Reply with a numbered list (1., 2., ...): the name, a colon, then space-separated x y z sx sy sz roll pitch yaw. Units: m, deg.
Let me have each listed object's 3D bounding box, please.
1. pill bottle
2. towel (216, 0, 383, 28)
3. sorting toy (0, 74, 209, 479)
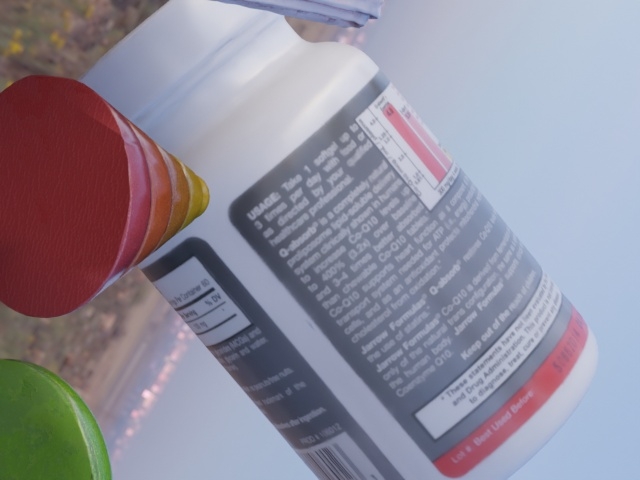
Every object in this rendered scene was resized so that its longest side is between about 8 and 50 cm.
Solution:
1. pill bottle: 0.000 0.000 0.977 0.210 0.363 0.210 -39 -173 5
2. towel: -0.093 -0.281 0.621 0.053 0.317 0.332 -168 -94 -67
3. sorting toy: -0.122 0.098 0.778 0.126 0.127 0.365 -3 104 -54
